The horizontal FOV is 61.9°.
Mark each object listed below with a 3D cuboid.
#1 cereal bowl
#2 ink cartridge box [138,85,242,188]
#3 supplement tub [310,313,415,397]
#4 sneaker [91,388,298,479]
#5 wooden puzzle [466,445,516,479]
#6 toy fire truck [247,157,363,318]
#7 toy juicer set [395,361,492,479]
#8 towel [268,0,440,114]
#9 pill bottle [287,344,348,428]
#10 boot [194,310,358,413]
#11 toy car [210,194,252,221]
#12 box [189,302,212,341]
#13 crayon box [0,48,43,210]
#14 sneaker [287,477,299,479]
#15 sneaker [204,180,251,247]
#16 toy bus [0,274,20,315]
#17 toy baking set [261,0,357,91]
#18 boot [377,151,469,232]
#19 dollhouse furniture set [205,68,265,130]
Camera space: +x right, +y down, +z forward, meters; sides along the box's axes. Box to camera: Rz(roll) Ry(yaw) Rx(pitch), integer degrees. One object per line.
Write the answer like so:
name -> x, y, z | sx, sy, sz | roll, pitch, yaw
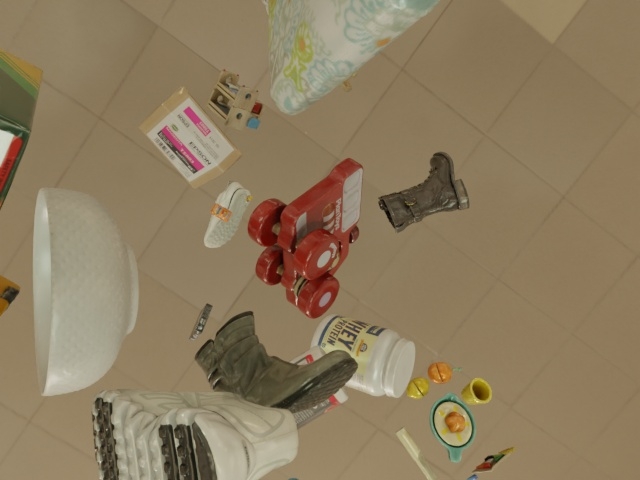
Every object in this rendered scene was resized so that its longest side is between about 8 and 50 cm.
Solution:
cereal bowl -> -0.396, 0.081, 0.898 | 0.141, 0.339, 0.339 | -1, 103, -33
ink cartridge box -> -0.355, -0.270, 1.444 | 0.235, 0.193, 0.088 | 49, 57, -18
supplement tub -> 0.149, 0.411, 1.898 | 0.325, 0.235, 0.235 | 12, 103, 29
sneaker -> -0.140, 0.199, 0.536 | 0.118, 0.292, 0.110 | -5, 87, -45
wooden puzzle -> 0.364, 0.474, 1.140 | 0.014, 0.116, 0.078 | 59, 137, 14
toy fire truck -> 0.000, 0.000, 1.136 | 0.254, 0.169, 0.302 | -38, 146, -29
toy juicer set -> 0.310, 0.454, 1.385 | 0.209, 0.089, 0.329 | 37, 54, 1
towel -> 0.025, -0.365, 0.586 | 0.090, 0.320, 0.374 | 2, 83, -22
pill bottle -> -0.097, 0.448, 1.502 | 0.318, 0.176, 0.176 | -31, 101, 0
boot -> -0.077, 0.162, 0.712 | 0.246, 0.083, 0.161 | -37, 65, 27
toy car -> -0.251, -0.104, 1.513 | 0.122, 0.040, 0.060 | -45, 106, -14
box -> -0.310, 0.213, 1.385 | 0.018, 0.083, 0.067 | 27, 142, -14
crayon box -> -0.411, -0.014, 0.557 | 0.106, 0.313, 0.363 | 24, 103, -32
sneaker -> -0.046, 0.496, 0.832 | 0.092, 0.087, 0.229 | 0, 76, -18
sneaker -> -0.322, -0.084, 1.774 | 0.095, 0.090, 0.235 | 35, 95, 34
toy bus -> -0.609, 0.154, 0.866 | 0.108, 0.333, 0.130 | 35, 98, -22
toy baking set -> -0.022, -0.399, 1.030 | 0.030, 0.197, 0.256 | -36, 83, 31
boot -> 0.271, -0.140, 1.488 | 0.229, 0.263, 0.091 | -16, 130, 4
dollhouse furniture set -> -0.222, -0.412, 1.618 | 0.129, 0.183, 0.129 | 45, 115, 35
